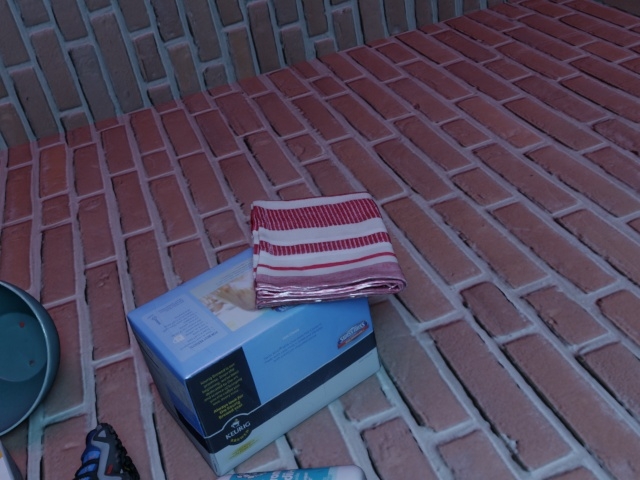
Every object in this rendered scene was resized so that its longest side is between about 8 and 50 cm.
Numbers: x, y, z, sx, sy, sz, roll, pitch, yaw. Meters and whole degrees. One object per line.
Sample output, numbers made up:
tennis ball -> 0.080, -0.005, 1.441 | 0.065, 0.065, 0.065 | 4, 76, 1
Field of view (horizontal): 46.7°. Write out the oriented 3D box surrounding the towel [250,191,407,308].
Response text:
towel -> 0.000, 0.000, 1.265 | 0.237, 0.037, 0.329 | -6, 30, -4

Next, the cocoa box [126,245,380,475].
cocoa box -> -0.107, 0.174, 1.272 | 0.347, 0.228, 0.231 | -29, 37, -24

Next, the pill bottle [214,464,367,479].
pill bottle -> -0.065, 0.390, 1.010 | 0.264, 0.146, 0.146 | -7, 33, 7

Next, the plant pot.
plant pot -> -0.611, 0.209, 1.385 | 0.290, 0.290, 0.195 | -11, -2, 1

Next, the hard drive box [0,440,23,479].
hard drive box -> -0.534, 0.444, 1.132 | 0.181, 0.089, 0.232 | -28, 37, -22

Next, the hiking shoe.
hiking shoe -> -0.346, 0.374, 1.116 | 0.132, 0.113, 0.304 | -27, 17, -15
